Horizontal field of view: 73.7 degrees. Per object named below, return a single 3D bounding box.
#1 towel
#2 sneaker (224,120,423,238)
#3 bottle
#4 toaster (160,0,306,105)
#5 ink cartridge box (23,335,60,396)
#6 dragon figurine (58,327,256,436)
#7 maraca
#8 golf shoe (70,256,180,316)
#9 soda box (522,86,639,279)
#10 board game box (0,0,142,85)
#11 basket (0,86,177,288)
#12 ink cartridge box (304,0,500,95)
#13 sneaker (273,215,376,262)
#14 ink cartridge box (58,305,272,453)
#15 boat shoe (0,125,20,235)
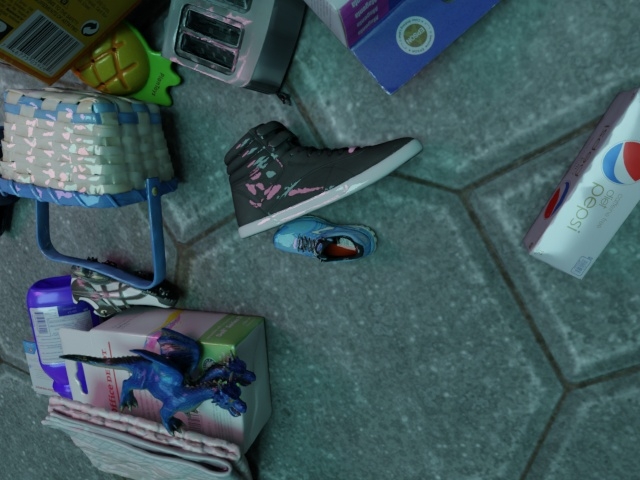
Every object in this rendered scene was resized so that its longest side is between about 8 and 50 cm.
[{"bbox_3d":[-0.284,0.393,0.760,0.331,0.053,0.317,12,140,7],"label":"towel"},{"bbox_3d":[-0.015,-0.118,0.603,0.295,0.104,0.147,-21,93,19],"label":"sneaker"},{"bbox_3d":[-0.487,0.211,0.844,0.118,0.092,0.283,-6,106,-15],"label":"bottle"},{"bbox_3d":[-0.113,-0.299,0.582,0.185,0.110,0.168,25,112,10],"label":"toaster"},{"bbox_3d":[-0.573,0.265,0.917,0.088,0.052,0.123,3,104,18],"label":"ink cartridge box"},{"bbox_3d":[-0.235,0.190,0.639,0.289,0.085,0.144,28,110,8],"label":"dragon figurine"},{"bbox_3d":[-0.312,-0.279,0.663,0.185,0.099,0.127,27,126,-17],"label":"maraca"},{"bbox_3d":[-0.354,0.099,0.774,0.198,0.077,0.094,17,98,5],"label":"golf shoe"},{"bbox_3d":[0.338,-0.065,0.517,0.069,0.074,0.216,28,111,9],"label":"soda box"},{"bbox_3d":[-0.376,-0.465,0.431,0.356,0.356,0.356,-41,86,3],"label":"board game box"},{"bbox_3d":[-0.351,-0.081,0.668,0.254,0.201,0.289,14,106,15],"label":"basket"},{"bbox_3d":[0.091,-0.391,0.457,0.324,0.071,0.330,-42,88,1],"label":"ink cartridge box"},{"bbox_3d":[0.000,0.000,0.645,0.162,0.073,0.064,2,105,19],"label":"sneaker"},{"bbox_3d":[-0.278,0.237,0.775,0.353,0.119,0.207,2,105,17],"label":"ink cartridge box"},{"bbox_3d":[-0.607,-0.105,0.815,0.089,0.109,0.258,42,129,-4],"label":"boat shoe"}]
